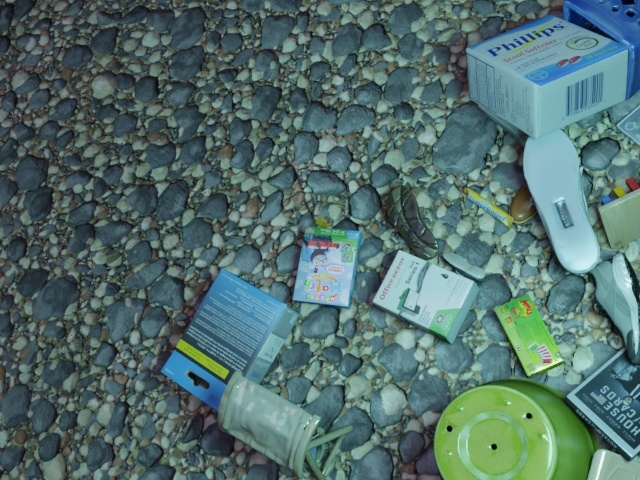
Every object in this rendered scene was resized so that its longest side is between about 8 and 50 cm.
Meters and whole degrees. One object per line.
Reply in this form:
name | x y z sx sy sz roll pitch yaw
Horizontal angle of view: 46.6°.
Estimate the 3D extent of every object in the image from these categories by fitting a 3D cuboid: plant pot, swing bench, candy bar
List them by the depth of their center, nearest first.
plant pot | 0.393 0.448 1.574 0.366 0.353 0.366 -8 68 20
swing bench | -0.097 0.463 1.829 0.253 0.255 0.165 24 81 28
plant pot | 0.766 -0.535 1.859 0.212 0.236 0.236 -39 60 -1
candy bar | 0.438 -0.086 1.935 0.018 0.040 0.161 -35 57 -25

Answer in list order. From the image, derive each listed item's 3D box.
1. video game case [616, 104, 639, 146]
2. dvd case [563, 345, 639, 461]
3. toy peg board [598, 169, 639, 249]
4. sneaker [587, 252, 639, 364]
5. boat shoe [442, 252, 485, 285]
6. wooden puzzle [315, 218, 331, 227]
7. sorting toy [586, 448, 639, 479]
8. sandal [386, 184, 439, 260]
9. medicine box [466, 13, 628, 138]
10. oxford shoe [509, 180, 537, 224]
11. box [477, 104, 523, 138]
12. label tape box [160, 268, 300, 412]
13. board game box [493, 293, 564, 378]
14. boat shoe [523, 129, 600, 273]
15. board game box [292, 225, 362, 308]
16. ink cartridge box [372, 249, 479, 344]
video game case | 0.869 -0.293 1.839 0.190 0.022 0.173 -41 61 4
dvd case | 0.678 0.342 1.619 0.239 0.029 0.179 -31 59 -23
toy peg board | 0.733 -0.082 1.750 0.161 0.161 0.079 -26 45 13
sneaker | 0.687 0.162 1.703 0.108 0.100 0.271 -23 49 28
boat shoe | 0.365 0.073 1.904 0.125 0.038 0.046 30 41 28
wooden puzzle | 0.000 0.000 2.099 0.078 0.014 0.116 16 78 31
sorting toy | 0.641 0.560 1.561 0.208 0.038 0.193 23 78 -12
sandal | 0.250 -0.045 1.990 0.090 0.060 0.219 -36 76 14
medicine box | 0.546 -0.408 1.819 0.263 0.149 0.289 -24 39 -13
oxford shoe | 0.545 -0.138 1.887 0.076 0.076 0.212 33 89 26
box | 0.543 -0.385 2.000 0.186 0.038 0.145 -45 60 0
label tape box | -0.247 0.280 2.044 0.241 0.106 0.333 28 83 28
board game box | 0.499 0.229 1.783 0.092 0.043 0.181 -25 63 6
boat shoe | 0.586 -0.092 1.802 0.136 0.156 0.367 -18 78 12
board game box | 0.020 0.073 2.036 0.160 0.039 0.211 5 77 18
ink cartridge box | 0.266 0.141 1.889 0.219 0.092 0.160 23 81 27
